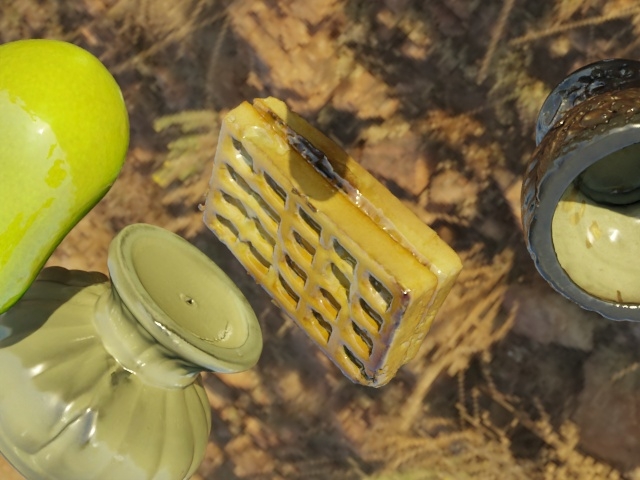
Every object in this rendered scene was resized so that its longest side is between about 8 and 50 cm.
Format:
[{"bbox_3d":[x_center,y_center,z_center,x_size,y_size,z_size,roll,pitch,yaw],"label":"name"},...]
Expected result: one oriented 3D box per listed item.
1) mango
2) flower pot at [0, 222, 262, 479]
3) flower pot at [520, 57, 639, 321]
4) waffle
[{"bbox_3d":[-0.299,-0.068,1.098,0.185,0.273,0.149,40,-178,11],"label":"mango"},{"bbox_3d":[-0.220,0.132,1.341,0.307,0.244,0.307,40,-160,-18],"label":"flower pot"},{"bbox_3d":[0.364,-0.081,1.380,0.267,0.267,0.266,2,122,3],"label":"flower pot"},{"bbox_3d":[0.000,0.000,1.377,0.328,0.098,0.224,45,143,21],"label":"waffle"}]
